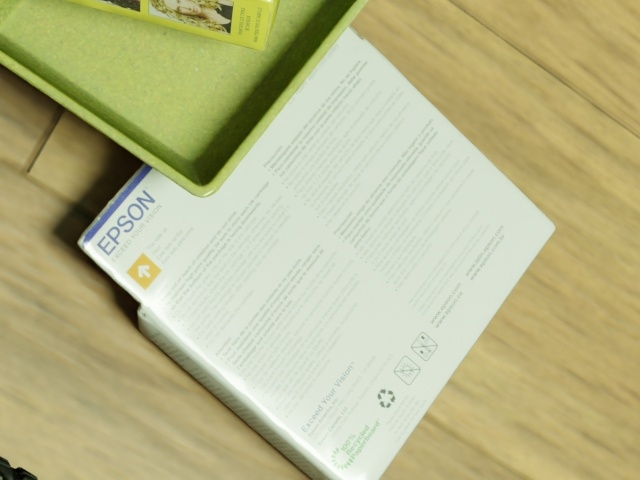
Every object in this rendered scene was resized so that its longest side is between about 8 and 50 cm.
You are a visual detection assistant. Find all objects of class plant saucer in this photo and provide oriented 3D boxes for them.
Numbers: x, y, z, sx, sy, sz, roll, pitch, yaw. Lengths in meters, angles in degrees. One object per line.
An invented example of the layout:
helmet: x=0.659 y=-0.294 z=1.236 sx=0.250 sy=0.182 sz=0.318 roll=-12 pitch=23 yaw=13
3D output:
plant saucer: x=-0.086 y=-0.134 z=0.819 sx=0.188 sy=0.045 sz=0.188 roll=34 pitch=69 yaw=6

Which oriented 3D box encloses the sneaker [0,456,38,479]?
sneaker: x=-0.273 y=0.140 z=0.703 sx=0.283 sy=0.107 sz=0.124 roll=13 pitch=87 yaw=-16

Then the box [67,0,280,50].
box: x=-0.129 y=-0.175 z=0.774 sx=0.232 sy=0.058 sz=0.087 roll=13 pitch=67 yaw=-1

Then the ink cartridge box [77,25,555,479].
ink cartridge box: x=0.000 y=0.000 z=0.869 sx=0.224 sy=0.045 sz=0.223 roll=44 pitch=67 yaw=-12
